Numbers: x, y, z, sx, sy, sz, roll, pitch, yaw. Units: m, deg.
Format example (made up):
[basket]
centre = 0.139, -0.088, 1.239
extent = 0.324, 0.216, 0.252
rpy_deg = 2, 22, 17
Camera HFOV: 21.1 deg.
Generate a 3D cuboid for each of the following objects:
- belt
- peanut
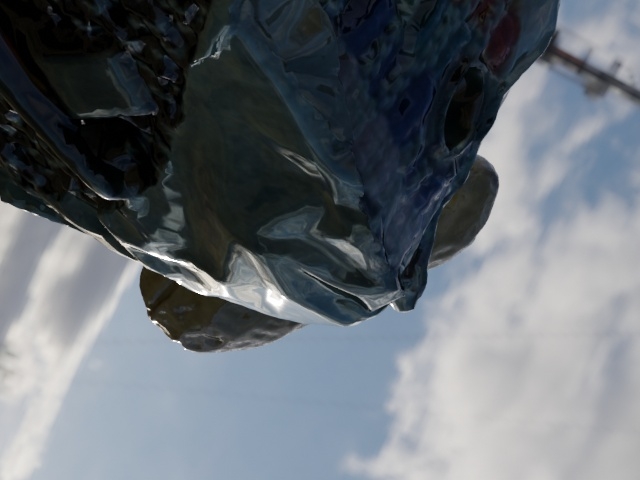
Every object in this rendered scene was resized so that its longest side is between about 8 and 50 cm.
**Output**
[belt]
centre = -0.045, -0.092, 0.543
extent = 0.207, 0.257, 0.150
rpy_deg = 0, -132, 51
[peanut]
centre = 0.000, 0.000, 0.794
extent = 0.174, 0.080, 0.080
rpy_deg = -21, -153, 7
